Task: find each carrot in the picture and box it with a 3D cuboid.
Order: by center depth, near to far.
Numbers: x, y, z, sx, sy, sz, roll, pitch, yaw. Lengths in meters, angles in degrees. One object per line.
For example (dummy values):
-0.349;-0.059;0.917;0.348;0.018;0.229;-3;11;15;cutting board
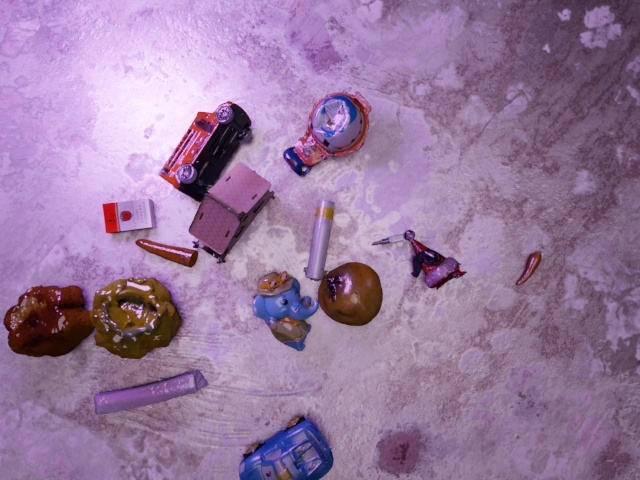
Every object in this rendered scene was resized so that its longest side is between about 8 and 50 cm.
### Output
-0.515;0.033;1.406;0.210;0.061;0.061;16;87;3;carrot
0.715;0.095;1.451;0.035;0.035;0.142;29;91;0;carrot

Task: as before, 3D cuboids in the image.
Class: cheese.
0.023;-0.351;1.406;0.329;0.129;0.217;-38;83;15;cheese

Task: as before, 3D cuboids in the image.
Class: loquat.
0.094;0.164;1.346;0.213;0.213;0.213;0;87;-2;loquat

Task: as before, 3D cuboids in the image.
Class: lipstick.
0.000;0.000;1.410;0.059;0.059;0.263;10;82;-1;lipstick
0.228;0.001;1.444;0.107;0.025;0.025;-14;88;4;lipstick

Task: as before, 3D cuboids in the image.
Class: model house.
-0.294;-0.091;1.325;0.169;0.244;0.326;38;88;-2;model house

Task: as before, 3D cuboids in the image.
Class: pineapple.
-0.019;0.115;1.433;0.083;0.019;0.045;12;84;-4;pineapple

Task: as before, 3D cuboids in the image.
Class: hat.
0.357;0.053;1.403;0.129;0.140;0.227;-34;76;-13;hat

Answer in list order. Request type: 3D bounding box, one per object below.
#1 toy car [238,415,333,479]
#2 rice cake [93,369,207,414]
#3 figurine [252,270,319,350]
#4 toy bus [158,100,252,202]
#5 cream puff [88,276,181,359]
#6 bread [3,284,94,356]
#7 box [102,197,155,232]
-0.112;0.708;1.332;0.314;0.166;0.198;-31;85;-2;toy car
-0.555;0.496;1.380;0.365;0.056;0.072;-12;90;-2;rice cake
-0.107;0.219;1.376;0.180;0.154;0.262;-41;106;-12;figurine
-0.367;-0.300;1.378;0.153;0.143;0.329;31;88;24;toy bus
-0.586;0.241;1.328;0.282;0.185;0.281;0;91;-1;cream puff
-0.863;0.250;1.343;0.247;0.135;0.232;-32;75;-1;bread
-0.633;-0.081;1.411;0.152;0.048;0.100;-8;86;-4;box
